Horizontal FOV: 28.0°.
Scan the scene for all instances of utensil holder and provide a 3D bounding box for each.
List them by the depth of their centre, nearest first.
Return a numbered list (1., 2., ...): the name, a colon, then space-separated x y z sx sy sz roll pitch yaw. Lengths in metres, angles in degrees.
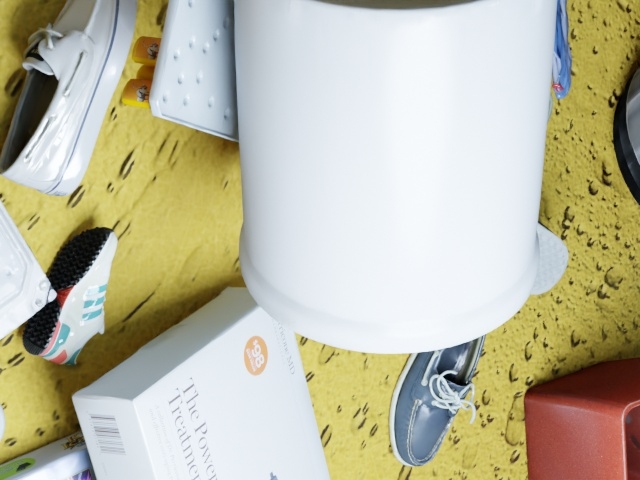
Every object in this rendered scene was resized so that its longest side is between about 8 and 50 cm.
1. utensil holder: 0.071 -0.132 1.294 0.327 0.327 0.385 -28 136 -29

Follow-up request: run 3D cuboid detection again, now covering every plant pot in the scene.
1. plant pot: 0.440 0.301 1.843 0.267 0.236 0.267 -14 106 -34

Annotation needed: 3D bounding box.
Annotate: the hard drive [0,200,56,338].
1. hard drive: -0.440 -0.015 1.265 0.237 0.064 0.339 -38 118 -25

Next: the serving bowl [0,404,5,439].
1. serving bowl: -0.373 0.200 1.368 0.083 0.027 0.083 -7 102 -35

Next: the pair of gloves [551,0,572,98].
1. pair of gloves: 0.320 -0.275 1.739 0.198 0.023 0.159 -6 93 -72

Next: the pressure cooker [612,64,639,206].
1. pressure cooker: 0.624 -0.174 1.806 0.370 0.420 0.375 -18 74 -26

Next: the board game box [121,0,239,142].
1. board game box: -0.070 -0.300 1.377 0.390 0.050 0.390 9 92 -70

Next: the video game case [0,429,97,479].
1. video game case: -0.271 0.357 1.445 0.244 0.061 0.269 -21 109 -32

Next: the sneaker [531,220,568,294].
1. sneaker: 0.192 -0.044 1.670 0.126 0.127 0.321 -47 129 0

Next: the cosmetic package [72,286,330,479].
1. cosmetic package: -0.111 0.280 1.475 0.284 0.097 0.377 -38 120 -51

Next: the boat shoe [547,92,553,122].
1. boat shoe: 0.196 -0.170 1.579 0.227 0.068 0.081 2 108 -47

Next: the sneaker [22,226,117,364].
1. sneaker: -0.263 0.064 1.418 0.075 0.057 0.161 41 71 -50

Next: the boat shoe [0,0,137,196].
1. boat shoe: -0.271 -0.183 1.347 0.088 0.096 0.267 16 96 -41

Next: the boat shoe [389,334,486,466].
1. boat shoe: 0.168 0.186 1.725 0.095 0.079 0.254 26 82 -36
